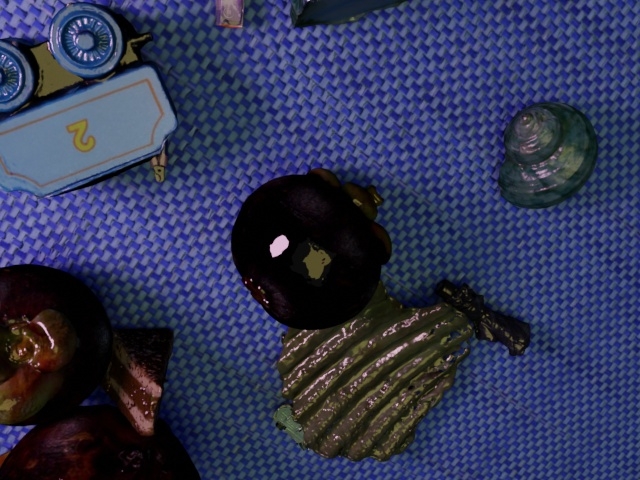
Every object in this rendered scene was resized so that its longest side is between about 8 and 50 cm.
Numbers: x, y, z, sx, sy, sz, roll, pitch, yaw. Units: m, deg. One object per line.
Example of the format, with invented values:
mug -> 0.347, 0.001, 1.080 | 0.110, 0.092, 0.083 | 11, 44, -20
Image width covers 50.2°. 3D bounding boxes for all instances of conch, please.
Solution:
conch -> 0.407, -0.160, 1.247 | 0.196, 0.134, 0.202 | -39, 111, 3

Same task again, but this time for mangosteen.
mangosteen -> -0.486, 0.175, 1.132 | 0.287, 0.288, 0.288 | -3, 109, -9
mangosteen -> -0.407, 0.477, 1.222 | 0.380, 0.421, 0.381 | 9, 75, -39
mangosteen -> 0.000, 0.000, 1.185 | 0.302, 0.275, 0.275 | -39, 113, -24

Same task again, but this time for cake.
cake -> -0.337, 0.242, 1.200 | 0.135, 0.246, 0.112 | 9, 105, -9

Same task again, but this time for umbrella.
umbrella -> 0.322, 0.155, 1.379 | 0.224, 0.080, 0.071 | 34, 136, -14

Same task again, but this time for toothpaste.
toothpaste -> -0.145, -0.448, 1.109 | 0.047, 0.040, 0.197 | 1, 107, -12

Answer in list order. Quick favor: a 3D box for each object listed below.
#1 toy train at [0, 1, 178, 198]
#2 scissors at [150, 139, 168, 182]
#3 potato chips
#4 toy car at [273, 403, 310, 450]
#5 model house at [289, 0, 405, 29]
toy train -> -0.381, -0.219, 1.069 | 0.300, 0.188, 0.265 | -23, 110, -5
scissors -> -0.285, -0.157, 1.196 | 0.039, 0.012, 0.114 | -2, 108, -9
potato chips -> 0.101, 0.254, 1.347 | 0.373, 0.097, 0.390 | 23, 103, -12
toy car -> -0.045, 0.381, 1.406 | 0.122, 0.035, 0.059 | 43, 97, -11
model house -> 0.053, -0.489, 1.061 | 0.261, 0.226, 0.241 | -18, 96, -7
